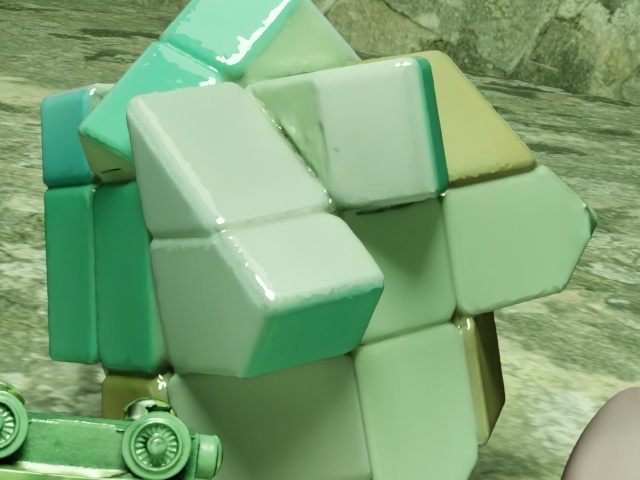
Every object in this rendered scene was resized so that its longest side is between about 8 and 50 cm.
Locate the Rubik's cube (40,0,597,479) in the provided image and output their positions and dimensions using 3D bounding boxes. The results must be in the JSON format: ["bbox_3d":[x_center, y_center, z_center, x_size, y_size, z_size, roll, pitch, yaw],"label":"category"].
[{"bbox_3d":[0.000,0.000,0.776,0.224,0.265,0.213,-4,1,-32],"label":"Rubik's cube"}]

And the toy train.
[{"bbox_3d":[-0.100,0.098,0.665,0.122,0.081,0.050,5,-5,-10],"label":"toy train"}]

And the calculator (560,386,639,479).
[{"bbox_3d":[0.207,0.130,0.779,0.194,0.043,0.294,10,14,9],"label":"calculator"}]
